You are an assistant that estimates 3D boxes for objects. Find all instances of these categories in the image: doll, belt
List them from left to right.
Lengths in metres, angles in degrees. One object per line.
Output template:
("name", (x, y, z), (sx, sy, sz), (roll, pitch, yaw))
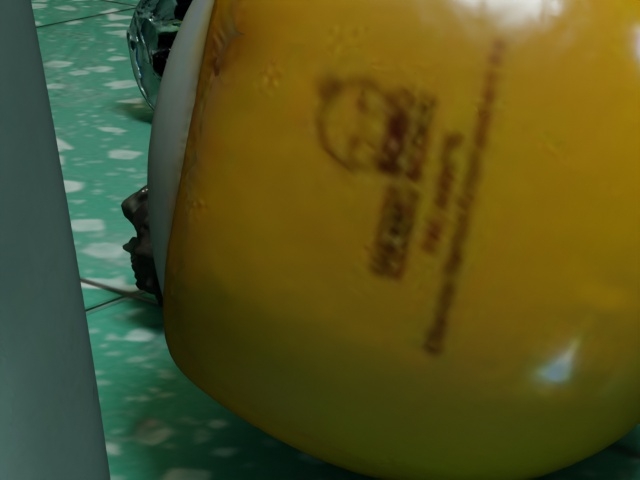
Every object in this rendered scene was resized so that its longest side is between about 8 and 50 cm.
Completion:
("belt", (-0.058, -0.114, 1.017), (0.140, 0.105, 0.058), (4, 17, 44))
("doll", (0.050, -0.025, 0.602), (0.213, 0.213, 0.236), (4, 6, 13))

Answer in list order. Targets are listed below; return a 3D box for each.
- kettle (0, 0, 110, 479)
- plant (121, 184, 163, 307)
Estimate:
("kettle", (-0.139, -0.015, 0.499), (0.160, 0.243, 0.210), (0, 17, 1))
("plant", (0.000, 0.000, 0.725), (0.174, 0.087, 0.085), (5, -6, 2))
